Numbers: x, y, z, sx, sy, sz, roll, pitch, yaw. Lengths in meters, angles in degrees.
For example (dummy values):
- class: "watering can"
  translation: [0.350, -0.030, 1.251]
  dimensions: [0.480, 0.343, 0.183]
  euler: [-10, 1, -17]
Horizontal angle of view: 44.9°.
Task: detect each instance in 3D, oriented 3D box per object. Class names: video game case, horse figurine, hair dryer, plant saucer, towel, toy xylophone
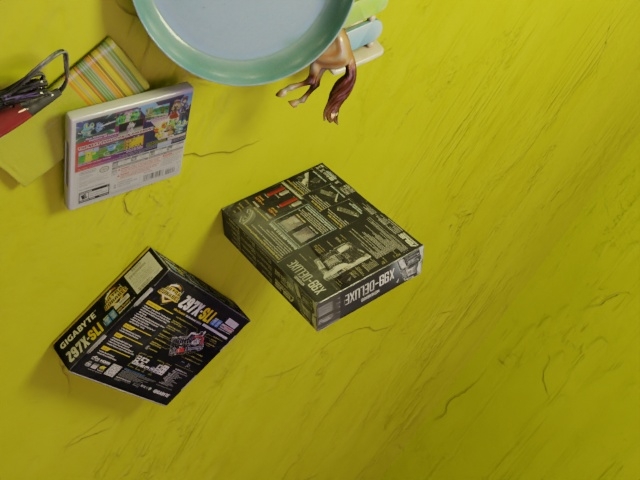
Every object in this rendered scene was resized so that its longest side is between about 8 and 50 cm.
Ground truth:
- class: "video game case"
  translation: [-0.293, -0.144, 1.178]
  dimensions: [0.201, 0.023, 0.183]
  euler: [-23, 150, -35]
- class: "horse figurine"
  translation: [-0.027, -0.304, 1.184]
  dimensions: [0.174, 0.066, 0.263]
  euler: [-36, 119, 17]
- class: "hair dryer"
  translation: [-0.444, -0.121, 0.982]
  dimensions: [0.223, 0.080, 0.293]
  euler: [-1, 135, -51]
- class: "plant saucer"
  translation: [-0.102, -0.369, 1.051]
  dimensions: [0.317, 0.044, 0.318]
  euler: [-8, 121, -13]
- class: "towel"
  translation: [-0.360, -0.181, 1.095]
  dimensions: [0.237, 0.021, 0.102]
  euler: [-41, 142, -5]
- class: "toy xylophone"
  translation: [0.068, -0.436, 1.231]
  dimensions: [0.236, 0.081, 0.323]
  euler: [-34, 147, -18]

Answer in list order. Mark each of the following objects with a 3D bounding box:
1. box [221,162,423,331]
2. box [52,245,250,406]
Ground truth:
- class: "box"
  translation: [0.000, 0.000, 1.432]
  dimensions: [0.242, 0.307, 0.077]
  euler: [-28, 140, -27]
- class: "box"
  translation: [-0.313, 0.178, 1.497]
  dimensions: [0.257, 0.079, 0.322]
  euler: [-47, 148, 0]
